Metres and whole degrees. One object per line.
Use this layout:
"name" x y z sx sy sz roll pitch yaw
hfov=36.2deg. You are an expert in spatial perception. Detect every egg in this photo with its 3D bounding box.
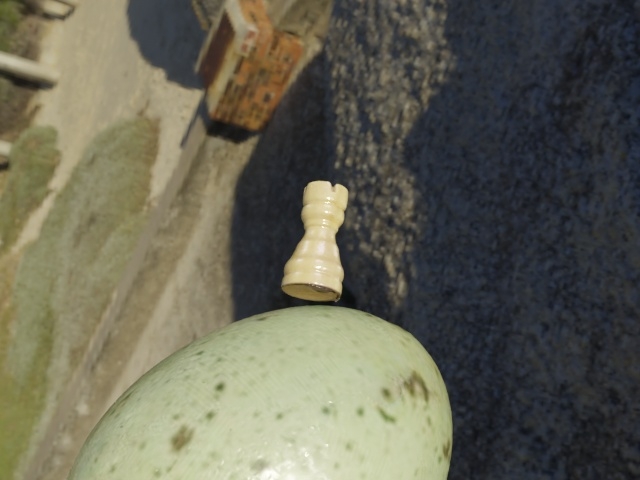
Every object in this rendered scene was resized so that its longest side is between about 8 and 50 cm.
"egg" -0.053 0.217 0.856 0.379 0.287 0.288 -40 18 -20

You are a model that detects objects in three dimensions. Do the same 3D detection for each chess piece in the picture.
"chess piece" 0.000 0.000 1.051 0.066 0.066 0.122 -22 53 58
